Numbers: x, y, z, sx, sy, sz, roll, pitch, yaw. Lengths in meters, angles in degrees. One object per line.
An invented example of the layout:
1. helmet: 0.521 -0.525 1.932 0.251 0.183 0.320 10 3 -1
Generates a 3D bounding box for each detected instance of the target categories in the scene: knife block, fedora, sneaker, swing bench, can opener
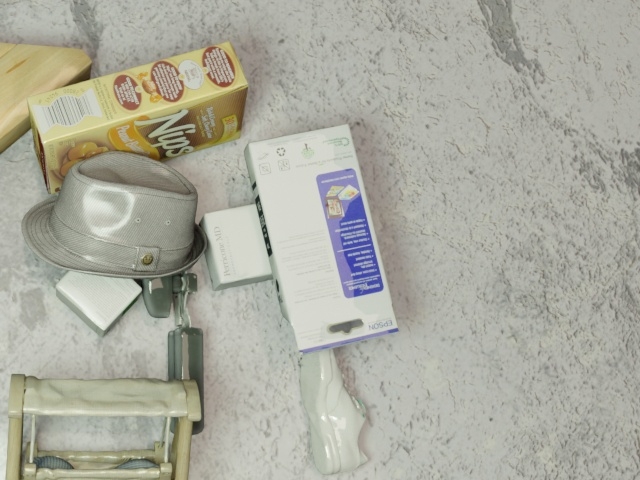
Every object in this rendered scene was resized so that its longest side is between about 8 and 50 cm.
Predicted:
1. knife block: -0.491 -0.176 1.959 0.275 0.088 0.242 3 80 -12
2. fedora: -0.290 -0.050 1.894 0.275 0.244 0.124 7 118 -22
3. sneaker: 0.028 0.252 2.002 0.094 0.080 0.212 -6 87 -25
4. swing bench: -0.310 0.291 1.809 0.253 0.165 0.255 4 116 -12
5. can opener: -0.221 0.156 1.959 0.093 0.074 0.281 -3 83 -19

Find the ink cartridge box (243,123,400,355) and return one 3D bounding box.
1. ink cartridge box: 0.000 0.000 1.956 0.165 0.065 0.333 -11 81 -13

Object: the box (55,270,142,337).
1. box: -0.334 0.078 1.936 0.102 0.101 0.087 44 75 -1

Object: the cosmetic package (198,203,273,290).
1. cosmetic package: -0.064 -0.002 2.018 0.231 0.085 0.117 -12 82 -15

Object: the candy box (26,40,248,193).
1. candy box: -0.274 -0.184 1.951 0.316 0.183 0.088 -17 72 -14
